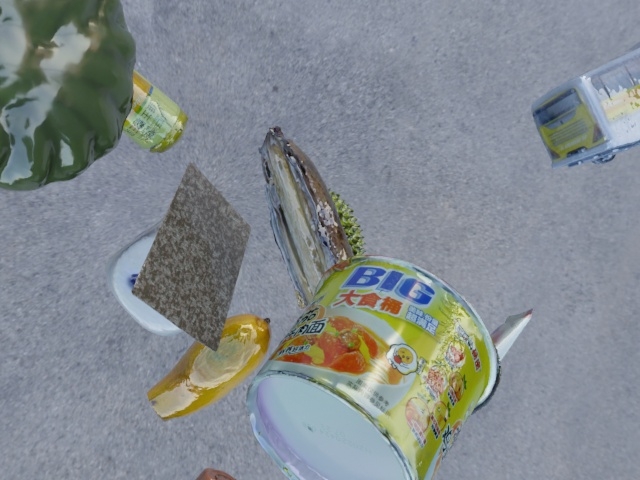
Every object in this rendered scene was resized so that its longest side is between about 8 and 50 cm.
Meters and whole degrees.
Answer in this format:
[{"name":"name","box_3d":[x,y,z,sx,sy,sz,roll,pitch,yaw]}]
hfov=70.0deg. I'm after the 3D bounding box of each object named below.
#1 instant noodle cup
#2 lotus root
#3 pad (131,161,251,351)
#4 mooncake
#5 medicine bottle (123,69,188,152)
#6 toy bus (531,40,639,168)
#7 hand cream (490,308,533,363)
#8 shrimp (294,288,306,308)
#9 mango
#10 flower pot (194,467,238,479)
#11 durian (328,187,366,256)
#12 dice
[{"name":"instant noodle cup","box_3d":[0.037,0.136,0.414,0.153,0.205,0.205,-40,106,-44]},{"name":"lotus root","box_3d":[0.000,-0.001,0.641,0.078,0.167,0.329,-19,90,-26]},{"name":"pad","box_3d":[-0.165,0.019,0.641,0.003,0.235,0.158,-16,134,25]},{"name":"mooncake","box_3d":[-0.414,-0.241,0.580,0.194,0.356,0.356,9,93,23]},{"name":"medicine bottle","box_3d":[-0.385,-0.280,0.928,0.239,0.124,0.124,39,84,-38]},{"name":"toy bus","box_3d":[0.255,-0.116,0.356,0.190,0.064,0.075,-28,90,-17]},{"name":"hand cream","box_3d":[0.321,0.270,0.956,0.078,0.124,0.340,42,73,10]},{"name":"shrimp","box_3d":[-0.047,0.113,1.086,0.023,0.108,0.059,5,128,-18]},{"name":"mango","box_3d":[-0.259,0.303,1.092,0.359,0.187,0.144,-42,62,12]},{"name":"flower pot","box_3d":[-0.278,0.689,1.153,0.190,0.190,0.173,34,74,-15]},{"name":"durian","box_3d":[0.024,0.002,1.311,0.157,0.169,0.356,-30,109,-42]},{"name":"dice","box_3d":[-0.279,0.054,0.895,0.192,0.194,0.193,-33,104,5]}]
